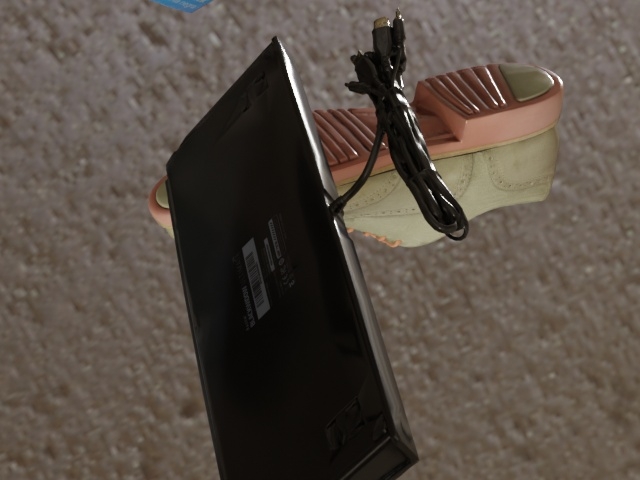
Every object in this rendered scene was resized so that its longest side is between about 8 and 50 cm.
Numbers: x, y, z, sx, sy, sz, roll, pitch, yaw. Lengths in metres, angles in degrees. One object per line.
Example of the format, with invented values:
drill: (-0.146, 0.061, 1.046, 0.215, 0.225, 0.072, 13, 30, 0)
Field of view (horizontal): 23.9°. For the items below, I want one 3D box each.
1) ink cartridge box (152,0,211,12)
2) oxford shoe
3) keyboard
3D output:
ink cartridge box: (-0.044, -0.345, 1.126, 0.129, 0.307, 0.223, 9, 58, -62)
oxford shoe: (0.043, -0.044, 1.388, 0.140, 0.396, 0.147, -118, -164, -58)
keyboard: (0.000, 0.000, 0.806, 0.033, 0.201, 0.317, 26, 32, -35)
